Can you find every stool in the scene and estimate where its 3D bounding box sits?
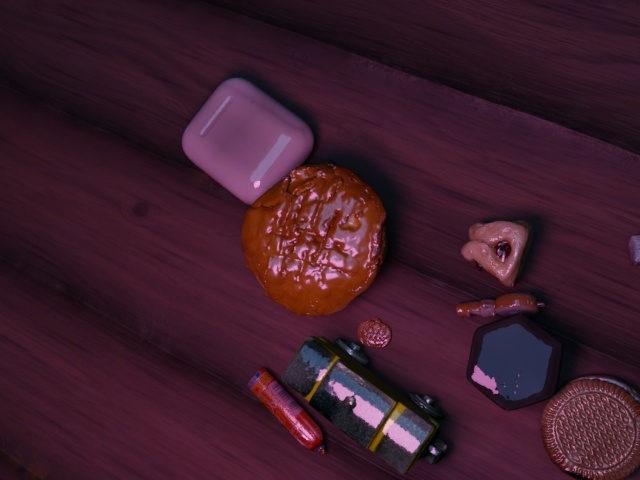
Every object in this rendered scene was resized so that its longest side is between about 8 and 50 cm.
[{"bbox_3d":[0.467,0.294,1.698,0.232,0.141,0.232,-3,77,16],"label":"stool"}]

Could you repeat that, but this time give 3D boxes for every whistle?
[{"bbox_3d":[0.448,0.163,1.758,0.220,0.107,0.057,-10,68,29],"label":"whistle"}]

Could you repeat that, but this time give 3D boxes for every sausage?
[{"bbox_3d":[-0.080,0.455,1.856,0.274,0.074,0.074,43,92,18],"label":"sausage"}]

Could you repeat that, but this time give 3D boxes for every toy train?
[{"bbox_3d":[0.108,0.389,1.711,0.442,0.272,0.179,34,92,19],"label":"toy train"}]

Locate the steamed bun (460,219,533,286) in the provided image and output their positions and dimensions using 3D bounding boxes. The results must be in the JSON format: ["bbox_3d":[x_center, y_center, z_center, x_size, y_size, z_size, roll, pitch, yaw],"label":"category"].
[{"bbox_3d":[0.437,0.017,1.766,0.155,0.141,0.172,17,88,22],"label":"steamed bun"}]

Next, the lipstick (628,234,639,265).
[{"bbox_3d":[0.886,0.012,1.670,0.290,0.077,0.076,-8,77,15],"label":"lipstick"}]

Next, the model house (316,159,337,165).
[{"bbox_3d":[0.028,-0.178,1.967,0.058,0.057,0.083,-16,53,-14],"label":"model house"}]

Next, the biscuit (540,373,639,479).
[{"bbox_3d":[0.646,0.440,1.650,0.259,0.079,0.258,-3,79,15],"label":"biscuit"}]

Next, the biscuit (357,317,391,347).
[{"bbox_3d":[0.143,0.243,1.865,0.091,0.015,0.078,4,80,16],"label":"biscuit"}]

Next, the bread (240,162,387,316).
[{"bbox_3d":[0.000,0.000,1.832,0.399,0.215,0.397,-1,87,13],"label":"bread"}]

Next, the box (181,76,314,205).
[{"bbox_3d":[-0.207,-0.282,2.003,0.349,0.141,0.288,38,92,18],"label":"box"}]
